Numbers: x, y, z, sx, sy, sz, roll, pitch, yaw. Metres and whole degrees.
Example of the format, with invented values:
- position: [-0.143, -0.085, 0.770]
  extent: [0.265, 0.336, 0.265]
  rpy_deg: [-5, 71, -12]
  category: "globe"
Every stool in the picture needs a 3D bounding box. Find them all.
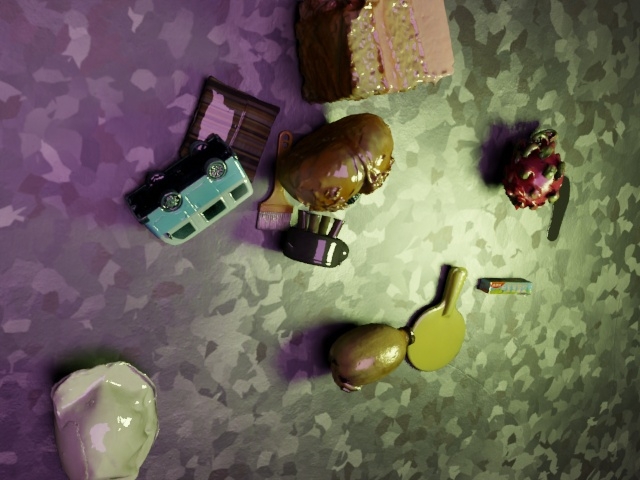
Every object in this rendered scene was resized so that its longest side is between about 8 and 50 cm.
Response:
- position: [-0.008, -0.002, 1.793]
  extent: [0.228, 0.153, 0.139]
  rpy_deg: [3, 102, -73]
  category: "stool"

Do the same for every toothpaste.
- position: [0.633, 0.156, 2.217]
  extent: [0.193, 0.070, 0.044]
  rpy_deg: [2, 104, -29]
  category: "toothpaste"

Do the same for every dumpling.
- position: [-0.513, 0.464, 1.615]
  extent: [0.260, 0.181, 0.341]
  rpy_deg: [-18, 90, -33]
  category: "dumpling"

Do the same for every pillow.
- position: [-0.222, -0.272, 1.642]
  extent: [0.208, 0.052, 0.212]
  rpy_deg: [18, 96, -31]
  category: "pillow"

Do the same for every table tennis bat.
- position: [0.393, 0.255, 2.128]
  extent: [0.224, 0.054, 0.369]
  rpy_deg: [9, 103, -29]
  category: "table tennis bat"

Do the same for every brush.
- position: [-0.109, -0.158, 1.759]
  extent: [0.103, 0.013, 0.272]
  rpy_deg: [3, 101, -30]
  category: "brush"

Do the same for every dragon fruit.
- position: [0.671, -0.223, 2.081]
  extent: [0.198, 0.273, 0.218]
  rpy_deg: [-15, 125, 23]
  category: "dragon fruit"

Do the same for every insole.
- position: [0.832, -0.109, 2.295]
  extent: [0.080, 0.003, 0.232]
  rpy_deg: [2, 102, -29]
  category: "insole"

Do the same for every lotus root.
- position: [0.162, 0.324, 1.941]
  extent: [0.310, 0.183, 0.183]
  rpy_deg: [-20, 112, -28]
  category: "lotus root"

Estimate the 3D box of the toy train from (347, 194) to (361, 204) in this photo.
- position: [0.102, -0.170, 1.821]
  extent: [0.172, 0.099, 0.070]
  rpy_deg: [-50, 118, -9]
  category: "toy train"

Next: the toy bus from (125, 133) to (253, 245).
- position: [-0.306, -0.107, 1.574]
  extent: [0.271, 0.133, 0.165]
  rpy_deg: [-36, 132, -7]
  category: "toy bus"

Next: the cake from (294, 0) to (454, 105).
- position: [0.127, -0.497, 1.629]
  extent: [0.307, 0.314, 0.293]
  rpy_deg: [-18, 110, -22]
  category: "cake"

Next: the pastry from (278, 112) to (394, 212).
- position: [0.054, -0.189, 1.680]
  extent: [0.315, 0.284, 0.184]
  rpy_deg: [-40, 116, -23]
  category: "pastry"
